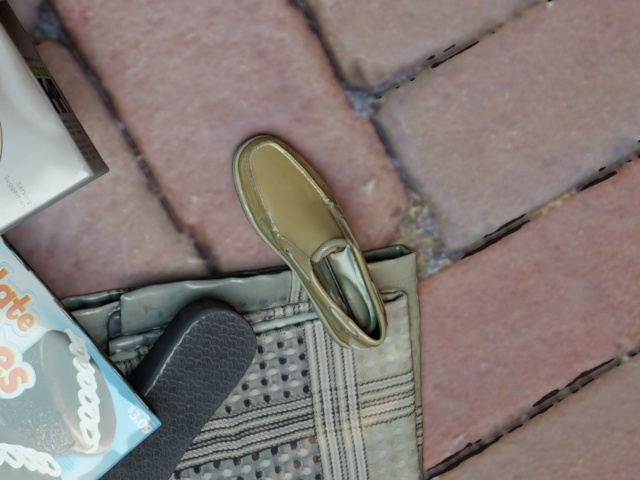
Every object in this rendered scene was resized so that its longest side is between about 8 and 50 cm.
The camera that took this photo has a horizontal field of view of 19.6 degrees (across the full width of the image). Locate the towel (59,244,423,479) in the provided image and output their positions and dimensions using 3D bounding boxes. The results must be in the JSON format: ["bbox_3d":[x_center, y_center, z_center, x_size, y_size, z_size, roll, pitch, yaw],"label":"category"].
[{"bbox_3d":[-0.059,0.172,1.531,0.312,0.056,0.324,-9,113,-10],"label":"towel"}]

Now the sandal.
[{"bbox_3d":[-0.149,0.151,1.452,0.254,0.054,0.097,-46,125,-4],"label":"sandal"}]

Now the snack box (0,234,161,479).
[{"bbox_3d":[-0.290,0.072,1.360,0.187,0.060,0.322,-41,94,-4],"label":"snack box"}]

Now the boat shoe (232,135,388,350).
[{"bbox_3d":[0.000,0.000,1.439,0.068,0.072,0.190,-36,98,-9],"label":"boat shoe"}]

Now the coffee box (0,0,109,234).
[{"bbox_3d":[-0.294,-0.131,1.260,0.168,0.119,0.297,-30,94,1],"label":"coffee box"}]
